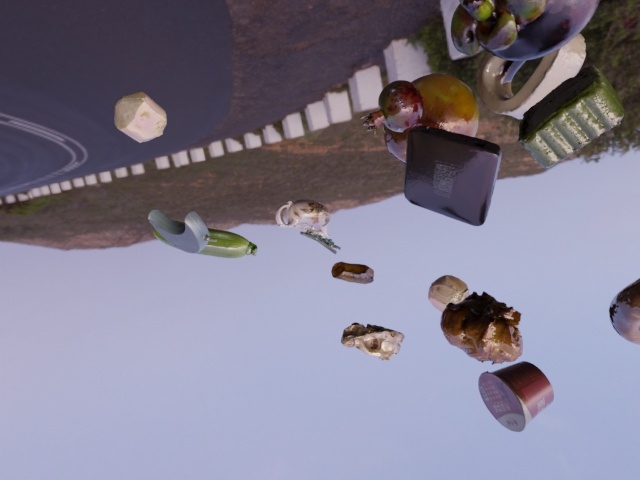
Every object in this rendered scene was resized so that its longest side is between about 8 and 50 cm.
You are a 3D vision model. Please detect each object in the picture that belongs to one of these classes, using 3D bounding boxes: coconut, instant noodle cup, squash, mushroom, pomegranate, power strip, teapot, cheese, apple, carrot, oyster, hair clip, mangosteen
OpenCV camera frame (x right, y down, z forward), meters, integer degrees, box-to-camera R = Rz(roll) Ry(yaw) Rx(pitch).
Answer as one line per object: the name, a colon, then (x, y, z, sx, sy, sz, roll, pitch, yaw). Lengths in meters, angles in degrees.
coconut: (-0.475, -0.325, 1.107, 0.116, 0.116, 0.122, -2, 161, 28)
instant noodle cup: (0.751, 0.579, 1.625, 0.179, 0.234, 0.235, -20, -164, -17)
squash: (-0.429, 0.001, 1.566, 0.396, 0.107, 0.107, 13, -167, -4)
mushroom: (0.496, 0.096, 0.643, 0.094, 0.209, 0.072, -25, -131, 6)
coconut: (0.605, 0.252, 2.030, 0.195, 0.194, 0.194, -9, -167, 2)
pomegranate: (0.186, -0.337, 1.083, 0.160, 0.129, 0.129, -19, -164, -24)
power strip: (-0.358, -0.024, 1.131, 0.216, 0.137, 0.044, 7, -134, 36)
teapot: (-0.068, -0.094, 1.826, 0.298, 0.139, 0.204, 14, 164, -35)
cheese: (0.724, -0.602, 1.491, 0.153, 0.292, 0.332, 4, 143, -29)
apple: (0.442, -0.493, 1.734, 0.384, 0.373, 0.374, -2, -165, 38)
carrot: (0.131, 0.127, 1.675, 0.173, 0.082, 0.082, 14, 180, -30)
oyster: (0.188, 0.357, 1.565, 0.233, 0.161, 0.107, 7, -151, -10)
hair clip: (0.000, 0.000, 1.700, 0.173, 0.049, 0.049, 28, -160, 5)
mangosteen: (0.451, -0.545, 0.939, 0.312, 0.310, 0.311, -9, -167, 2)

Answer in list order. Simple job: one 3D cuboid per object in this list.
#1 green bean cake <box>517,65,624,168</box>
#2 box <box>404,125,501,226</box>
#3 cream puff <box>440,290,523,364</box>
green bean cake: (0.566, -0.284, 0.976, 0.200, 0.113, 0.214, -42, -172, 37)
box: (0.402, -0.202, 1.338, 0.290, 0.288, 0.073, 25, -132, 32)
cream puff: (0.482, 0.259, 1.257, 0.241, 0.154, 0.269, -16, -160, -22)
